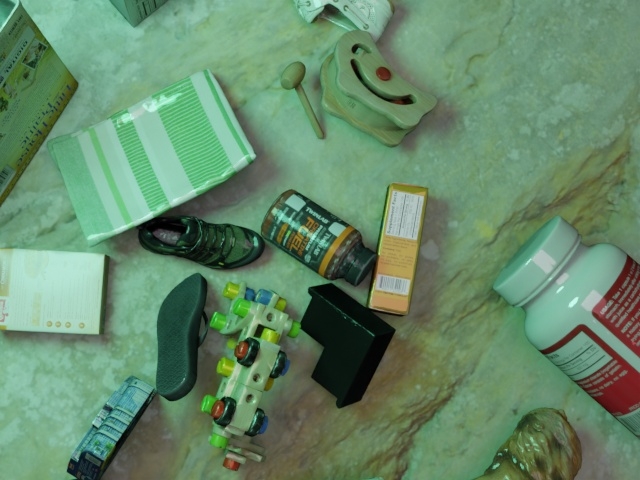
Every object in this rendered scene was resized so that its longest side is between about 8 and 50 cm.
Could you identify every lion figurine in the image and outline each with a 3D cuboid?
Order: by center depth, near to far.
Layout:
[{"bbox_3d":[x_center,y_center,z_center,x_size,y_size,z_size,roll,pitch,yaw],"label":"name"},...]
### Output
[{"bbox_3d":[0.288,0.459,1.763,0.392,0.142,0.240,-21,79,-2],"label":"lion figurine"}]

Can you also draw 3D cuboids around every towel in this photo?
[{"bbox_3d":[-0.297,-0.154,1.780,0.325,0.038,0.247,-26,59,-6],"label":"towel"}]

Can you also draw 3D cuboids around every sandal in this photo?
[{"bbox_3d":[-0.235,0.168,1.744,0.097,0.054,0.254,-23,44,28],"label":"sandal"}]

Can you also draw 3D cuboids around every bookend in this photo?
[{"bbox_3d":[0.027,0.184,1.790,0.156,0.072,0.157,34,113,28],"label":"bookend"}]

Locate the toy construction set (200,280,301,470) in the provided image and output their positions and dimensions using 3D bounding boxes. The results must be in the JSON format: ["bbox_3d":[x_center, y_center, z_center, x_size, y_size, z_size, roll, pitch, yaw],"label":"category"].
[{"bbox_3d":[-0.134,0.233,1.723,0.151,0.215,0.327,9,86,-24],"label":"toy construction set"}]

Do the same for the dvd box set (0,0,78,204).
[{"bbox_3d":[-0.531,-0.199,1.623,0.062,0.420,0.307,31,83,2],"label":"dvd box set"}]

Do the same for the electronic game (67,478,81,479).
[{"bbox_3d":[-0.412,0.526,1.744,0.229,0.048,0.229,0,84,-4],"label":"electronic game"}]

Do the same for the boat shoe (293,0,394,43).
[{"bbox_3d":[-0.005,-0.443,1.851,0.277,0.098,0.096,24,82,-3],"label":"boat shoe"}]

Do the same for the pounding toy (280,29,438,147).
[{"bbox_3d":[0.063,-0.271,1.854,0.270,0.155,0.154,29,54,-10],"label":"pounding toy"}]

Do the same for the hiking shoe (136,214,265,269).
[{"bbox_3d":[-0.211,0.003,1.780,0.227,0.114,0.086,5,86,-3],"label":"hiking shoe"}]

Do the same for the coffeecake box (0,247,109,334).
[{"bbox_3d":[-0.471,0.090,1.774,0.186,0.068,0.142,4,84,-4],"label":"coffeecake box"}]

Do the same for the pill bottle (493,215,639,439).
[{"bbox_3d":[0.509,0.154,1.764,0.408,0.229,0.229,42,83,0],"label":"pill bottle"}]

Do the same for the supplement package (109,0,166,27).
[{"bbox_3d":[-0.303,-0.556,1.789,0.263,0.198,0.199,-41,89,-7],"label":"supplement package"}]

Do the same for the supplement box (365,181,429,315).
[{"bbox_3d":[0.138,0.016,1.826,0.080,0.078,0.233,12,83,-1],"label":"supplement box"}]

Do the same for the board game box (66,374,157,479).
[{"bbox_3d":[-0.342,0.301,1.711,0.060,0.194,0.194,32,58,-1],"label":"board game box"}]

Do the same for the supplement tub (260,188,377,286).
[{"bbox_3d":[0.000,0.000,1.784,0.198,0.106,0.106,32,82,13],"label":"supplement tub"}]

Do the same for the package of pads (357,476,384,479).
[{"bbox_3d":[0.020,0.562,1.704,0.229,0.101,0.296,-15,84,26],"label":"package of pads"}]
